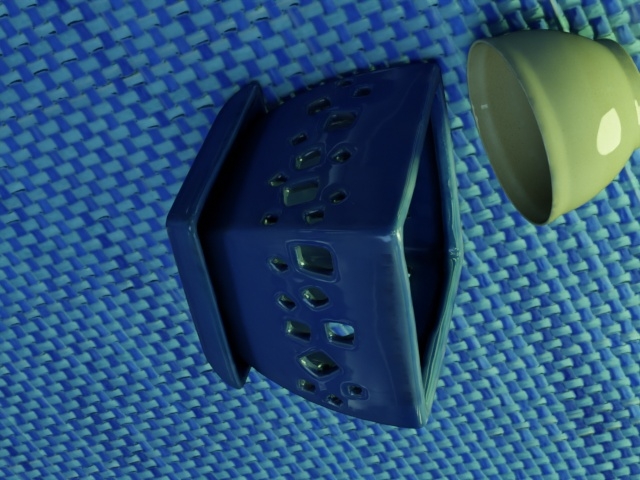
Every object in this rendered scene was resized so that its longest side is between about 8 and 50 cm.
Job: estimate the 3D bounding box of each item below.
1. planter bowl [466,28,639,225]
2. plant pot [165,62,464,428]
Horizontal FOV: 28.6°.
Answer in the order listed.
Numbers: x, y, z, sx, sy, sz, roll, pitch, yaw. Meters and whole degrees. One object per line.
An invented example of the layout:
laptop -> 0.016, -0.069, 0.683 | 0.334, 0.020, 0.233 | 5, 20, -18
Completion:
planter bowl -> 0.203, -0.106, 1.038 | 0.109, 0.162, 0.162 | -21, 129, -8
plant pot -> 0.000, 0.000, 1.107 | 0.212, 0.236, 0.236 | 3, 132, 15
